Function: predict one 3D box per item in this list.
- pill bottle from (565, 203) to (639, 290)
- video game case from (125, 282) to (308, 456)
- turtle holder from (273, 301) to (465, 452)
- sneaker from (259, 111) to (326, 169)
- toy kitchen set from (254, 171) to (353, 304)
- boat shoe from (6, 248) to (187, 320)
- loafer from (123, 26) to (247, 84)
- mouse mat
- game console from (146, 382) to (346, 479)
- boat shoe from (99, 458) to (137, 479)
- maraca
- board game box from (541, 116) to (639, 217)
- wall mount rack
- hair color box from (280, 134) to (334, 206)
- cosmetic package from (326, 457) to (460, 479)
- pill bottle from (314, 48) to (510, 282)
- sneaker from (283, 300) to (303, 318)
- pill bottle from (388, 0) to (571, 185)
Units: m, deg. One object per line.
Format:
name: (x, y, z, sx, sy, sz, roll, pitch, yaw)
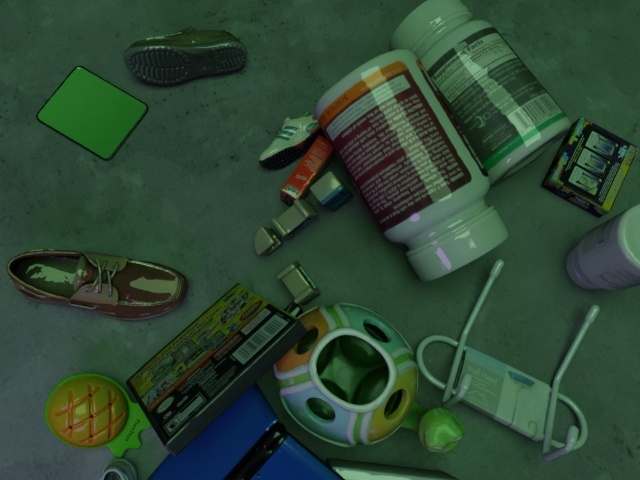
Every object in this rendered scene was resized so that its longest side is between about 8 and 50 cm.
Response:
pill bottle: (0.560, 0.024, 1.082, 0.131, 0.229, 0.131, 1, 75, -3)
video game case: (-0.185, 0.201, 0.987, 0.275, 0.248, 0.035, -42, 119, -17)
turtle holder: (0.062, 0.255, 0.992, 0.244, 0.227, 0.320, -28, 78, -11)
sneaker: (-0.067, -0.211, 1.205, 0.161, 0.057, 0.075, -33, 63, -10)
toy kitchen set: (0.000, 0.000, 1.133, 0.207, 0.122, 0.166, -39, 80, 8)
boat shoe: (-0.414, 0.078, 1.067, 0.325, 0.116, 0.123, 3, 75, -3)
loafer: (-0.286, -0.396, 1.226, 0.252, 0.094, 0.087, -8, 51, -15)
mouse mat: (-0.478, -0.269, 1.214, 0.190, 0.007, 0.152, 31, 75, 6)
game console: (-0.131, 0.421, 0.966, 0.250, 0.173, 0.293, 41, 90, -4)
boat shoe: (-0.344, 0.492, 0.978, 0.080, 0.081, 0.227, -8, 80, -5)
maraca: (-0.390, 0.309, 1.022, 0.186, 0.099, 0.127, 33, 77, -21)
board game box: (0.570, -0.156, 1.225, 0.141, 0.048, 0.170, 31, 75, 3)
wall mount rack: (0.371, 0.219, 1.076, 0.350, 0.130, 0.304, 26, 52, 3)
hair color box: (-0.026, -0.136, 1.171, 0.043, 0.072, 0.141, 32, 75, 5)
cosmetic package: (0.112, 0.502, 0.977, 0.224, 0.138, 0.224, 7, 73, -2)
pill bottle: (0.175, -0.135, 1.094, 0.224, 0.224, 0.392, -29, 88, -10)
sneaker: (-0.113, 0.171, 1.088, 0.178, 0.072, 0.077, -41, 70, -18)
pill bottle: (0.310, -0.305, 1.168, 0.204, 0.204, 0.361, -32, 79, -11)
